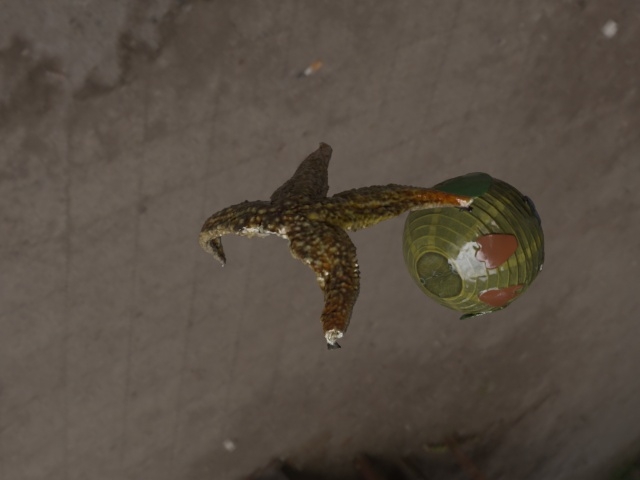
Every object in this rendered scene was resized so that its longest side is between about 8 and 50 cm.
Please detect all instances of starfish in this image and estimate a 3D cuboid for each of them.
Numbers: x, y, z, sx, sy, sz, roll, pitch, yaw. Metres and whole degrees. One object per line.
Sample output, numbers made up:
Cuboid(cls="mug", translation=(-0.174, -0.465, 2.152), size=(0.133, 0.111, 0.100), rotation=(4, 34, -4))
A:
Cuboid(cls="starfish", translation=(-0.004, -0.011, 1.631), size=(0.384, 0.398, 0.132), rotation=(-30, 116, -40))

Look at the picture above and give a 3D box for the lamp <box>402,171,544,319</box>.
Cuboid(cls="lamp", translation=(0.276, -0.004, 2.057), size=(0.284, 0.250, 0.250), rotation=(-40, 156, -44))
